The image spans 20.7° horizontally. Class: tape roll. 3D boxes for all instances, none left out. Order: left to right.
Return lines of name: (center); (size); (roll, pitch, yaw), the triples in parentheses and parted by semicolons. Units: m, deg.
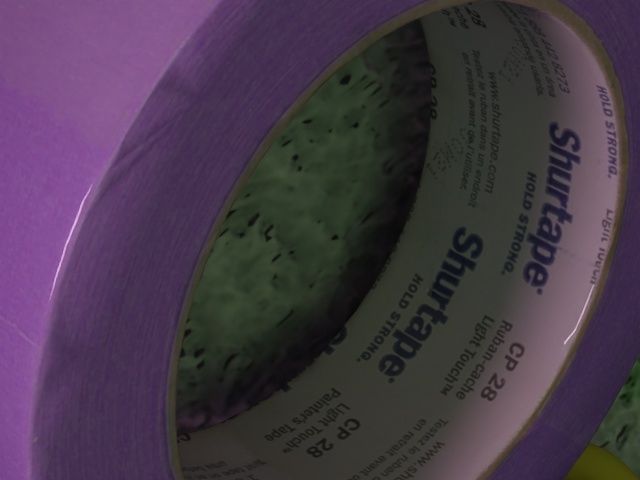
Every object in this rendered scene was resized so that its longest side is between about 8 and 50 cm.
tape roll: (0.000, 0.000, 0.539); (0.274, 0.090, 0.275); (-26, 131, -34)

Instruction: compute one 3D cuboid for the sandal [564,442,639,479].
sandal: (0.017, 0.197, 0.632); (0.317, 0.138, 0.126); (-45, 101, -8)
